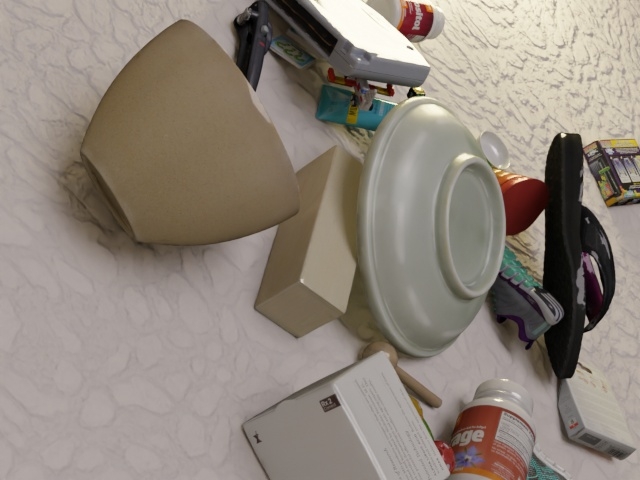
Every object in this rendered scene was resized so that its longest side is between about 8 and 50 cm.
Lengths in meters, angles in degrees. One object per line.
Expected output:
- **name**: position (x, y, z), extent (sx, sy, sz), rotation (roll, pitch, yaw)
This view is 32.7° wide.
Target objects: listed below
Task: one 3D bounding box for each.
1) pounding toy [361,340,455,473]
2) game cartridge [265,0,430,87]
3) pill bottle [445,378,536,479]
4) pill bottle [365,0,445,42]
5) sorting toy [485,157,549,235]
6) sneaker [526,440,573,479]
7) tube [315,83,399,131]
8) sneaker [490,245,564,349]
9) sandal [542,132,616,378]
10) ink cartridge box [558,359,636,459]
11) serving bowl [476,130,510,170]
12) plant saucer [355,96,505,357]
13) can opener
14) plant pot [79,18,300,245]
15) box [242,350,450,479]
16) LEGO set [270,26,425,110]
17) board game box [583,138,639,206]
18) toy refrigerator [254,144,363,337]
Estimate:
- **pounding toy**: position (0.125, 0.259, 1.519), extent (0.183, 0.110, 0.237), rotation (38, 44, -22)
- **game cartridge**: position (0.038, -0.348, 1.770), extent (0.198, 0.062, 0.297), rotation (6, 35, -47)
- **pill bottle**: position (0.249, 0.311, 1.603), extent (0.121, 0.121, 0.216), rotation (44, 41, -16)
- **pill bottle**: position (0.156, -0.406, 1.985), extent (0.152, 0.086, 0.086), rotation (-4, 69, -46)
- **sorting toy**: position (0.235, -0.118, 1.900), extent (0.365, 0.127, 0.126), rotation (15, 27, -36)
- **sneaker**: position (0.333, 0.369, 1.710), extent (0.166, 0.065, 0.076), rotation (46, 58, -9)
- **tube**: position (0.098, -0.204, 1.784), extent (0.207, 0.052, 0.080), rotation (13, 46, -1)
- **sneaker**: position (0.306, 0.079, 1.849), extent (0.083, 0.098, 0.223), rotation (12, 33, -52)
- **sandal**: position (0.456, 0.020, 1.899), extent (0.107, 0.167, 0.445), rotation (5, 72, -2)
- **ink cartridge box**: position (0.468, 0.287, 1.917), extent (0.145, 0.045, 0.179), rotation (26, 32, -32)
- **serving bowl**: position (0.318, -0.164, 2.042), extent (0.083, 0.027, 0.083), rotation (25, 49, -33)
- **plant saucer**: position (0.194, -0.019, 1.649), extent (0.400, 0.100, 0.400), rotation (-2, 93, -57)
- **can opener**: position (-0.103, -0.294, 1.674), extent (0.073, 0.059, 0.186), rotation (30, 47, -29)
- **plant pot**: position (-0.182, -0.102, 1.349), extent (0.191, 0.284, 0.284), rotation (-33, 91, -15)
- **box**: position (0.030, 0.262, 1.366), extent (0.119, 0.181, 0.182), rotation (-24, 84, -49)
- **LEGO set**: position (0.056, -0.294, 1.775), extent (0.244, 0.060, 0.182), rotation (38, 39, 12)
- **board game box**: position (0.650, -0.148, 2.352), extent (0.170, 0.048, 0.141), rotation (-6, 68, -46)
- **toy refrigerator**: position (0.000, 0.000, 1.562), extent (0.094, 0.102, 0.269), rotation (36, 44, -24)
